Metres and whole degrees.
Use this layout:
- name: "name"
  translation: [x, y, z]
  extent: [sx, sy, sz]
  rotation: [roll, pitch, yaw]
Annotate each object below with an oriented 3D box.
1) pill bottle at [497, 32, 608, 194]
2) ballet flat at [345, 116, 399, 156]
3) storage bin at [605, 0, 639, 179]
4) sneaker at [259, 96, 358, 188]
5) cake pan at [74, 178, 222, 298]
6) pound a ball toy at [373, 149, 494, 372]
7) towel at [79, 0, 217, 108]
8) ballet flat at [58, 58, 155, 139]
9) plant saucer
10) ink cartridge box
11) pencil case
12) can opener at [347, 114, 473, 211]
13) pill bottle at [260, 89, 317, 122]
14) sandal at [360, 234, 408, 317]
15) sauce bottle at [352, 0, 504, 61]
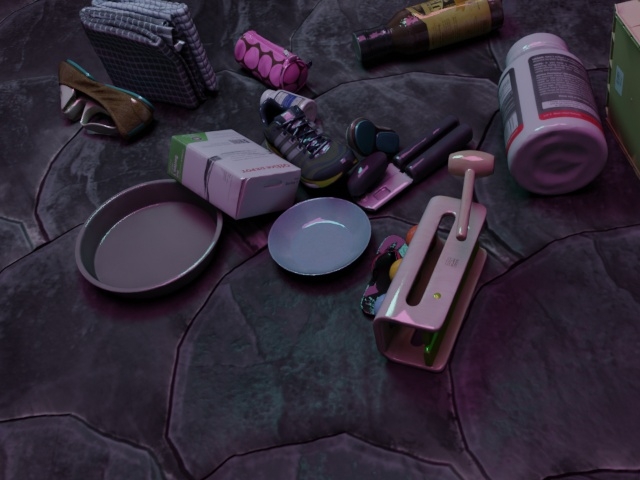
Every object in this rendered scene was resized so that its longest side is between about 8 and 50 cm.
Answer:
- name: "pill bottle"
  translation: [0.434, -0.255, 1.502]
  extent: [0.176, 0.176, 0.319]
  rotation: [-4, 48, 9]
- name: "ballet flat"
  translation: [0.086, -0.199, 1.539]
  extent: [0.068, 0.213, 0.072]
  rotation: [10, 95, 28]
- name: "storage bin"
  translation: [0.618, -0.267, 1.415]
  extent: [0.123, 0.262, 0.261]
  rotation: [-13, 47, 4]
- name: "sneaker"
  translation: [-0.039, -0.198, 1.565]
  extent: [0.111, 0.121, 0.300]
  rotation: [-42, 41, -15]
- name: "cake pan"
  translation: [-0.327, 0.000, 1.522]
  extent: [0.293, 0.054, 0.293]
  rotation: [-6, 47, 7]
- name: "pound a ball toy"
  translation: [0.183, 0.021, 1.285]
  extent: [0.135, 0.208, 0.319]
  rotation: [12, 53, 22]
- name: "towel"
  translation: [-0.400, -0.431, 1.809]
  extent: [0.283, 0.235, 0.121]
  rotation: [18, 58, 27]
- name: "ballet flat"
  translation: [-0.533, -0.323, 1.842]
  extent: [0.342, 0.116, 0.124]
  rotation: [30, 79, 28]
- name: "plant saucer"
  translation: [0.000, 0.000, 1.461]
  extent: [0.194, 0.037, 0.195]
  rotation: [-6, 48, 6]
- name: "ink cartridge box"
  translation: [-0.171, -0.134, 1.542]
  extent: [0.219, 0.093, 0.160]
  rotation: [33, 31, 34]
- name: "pencil case"
  translation: [-0.117, -0.421, 1.829]
  extent: [0.095, 0.098, 0.209]
  rotation: [-38, 51, -21]
- name: "can opener"
  translation: [0.174, -0.163, 1.529]
  extent: [0.283, 0.095, 0.076]
  rotation: [-38, 52, -13]
- name: "pill bottle"
  translation: [-0.072, -0.293, 1.722]
  extent: [0.120, 0.067, 0.067]
  rotation: [24, 57, 30]
- name: "sandal"
  translation: [0.118, 0.055, 1.382]
  extent: [0.067, 0.040, 0.179]
  rotation: [9, 51, 20]
- name: "sauce bottle"
  translation: [0.246, -0.493, 1.805]
  extent: [0.344, 0.111, 0.111]
  rotation: [-18, 47, -5]
